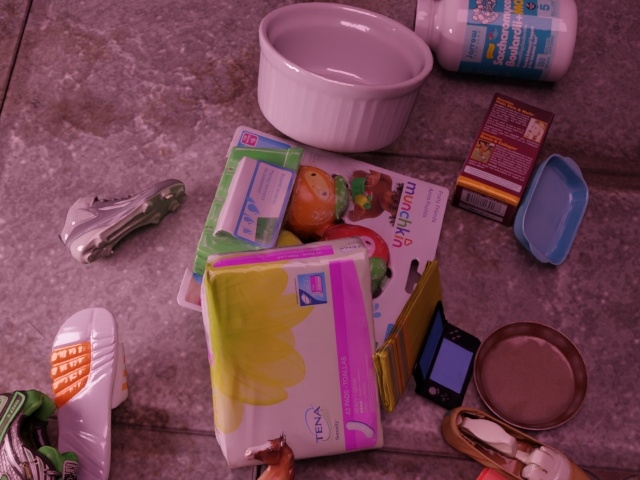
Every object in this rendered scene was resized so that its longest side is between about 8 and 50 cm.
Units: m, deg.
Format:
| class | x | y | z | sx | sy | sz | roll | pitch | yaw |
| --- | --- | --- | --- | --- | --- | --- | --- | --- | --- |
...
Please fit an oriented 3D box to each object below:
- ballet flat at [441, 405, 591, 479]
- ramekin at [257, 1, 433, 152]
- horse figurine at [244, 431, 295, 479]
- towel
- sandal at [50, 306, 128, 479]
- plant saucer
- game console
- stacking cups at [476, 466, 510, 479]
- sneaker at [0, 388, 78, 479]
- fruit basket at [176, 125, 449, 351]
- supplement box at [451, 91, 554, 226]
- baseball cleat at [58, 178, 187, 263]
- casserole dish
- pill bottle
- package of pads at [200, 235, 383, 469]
| class | x | y | z | sx | sy | sz | roll | pitch | yaw |
| --- | --- | --- | --- | --- | --- | --- | --- | --- | --- |
| ballet flat | 0.275 | 0.302 | 1.386 | 0.232 | 0.073 | 0.080 | 25 | 65 | 10 |
| ramekin | 0.029 | -0.258 | 1.587 | 0.277 | 0.135 | 0.277 | 9 | 36 | -7 |
| horse figurine | -0.088 | 0.405 | 1.308 | 0.174 | 0.066 | 0.263 | -18 | 81 | -10 |
| towel | 0.128 | 0.130 | 1.410 | 0.021 | 0.102 | 0.237 | 6 | 34 | 23 |
| sandal | -0.323 | 0.229 | 1.413 | 0.102 | 0.076 | 0.265 | -1 | 82 | 17 |
| plant saucer | 0.307 | 0.200 | 1.465 | 0.168 | 0.029 | 0.168 | 1 | 63 | -2 |
| game console | 0.184 | 0.168 | 1.439 | 0.107 | 0.071 | 0.122 | 28 | 64 | -8 |
| stacking cups | 0.336 | 0.415 | 1.316 | 0.316 | 0.096 | 0.096 | 33 | 66 | 14 |
| sneaker | -0.382 | 0.347 | 1.292 | 0.146 | 0.134 | 0.344 | -24 | 65 | 4 |
| fruit basket | 0.000 | 0.000 | 1.487 | 0.353 | 0.165 | 0.327 | 15 | 63 | 3 |
| supplement box | 0.294 | -0.132 | 1.607 | 0.104 | 0.081 | 0.188 | 22 | 65 | 10 |
| baseball cleat | -0.314 | -0.052 | 1.554 | 0.206 | 0.072 | 0.109 | -36 | 62 | -22 |
| casserole dish | 0.359 | -0.047 | 1.566 | 0.114 | 0.037 | 0.188 | 40 | 63 | -26 |
| pill bottle | 0.289 | -0.352 | 1.686 | 0.264 | 0.146 | 0.146 | 6 | 63 | 2 |
| package of pads | -0.041 | 0.154 | 1.354 | 0.229 | 0.101 | 0.297 | -7 | 104 | -4 |
